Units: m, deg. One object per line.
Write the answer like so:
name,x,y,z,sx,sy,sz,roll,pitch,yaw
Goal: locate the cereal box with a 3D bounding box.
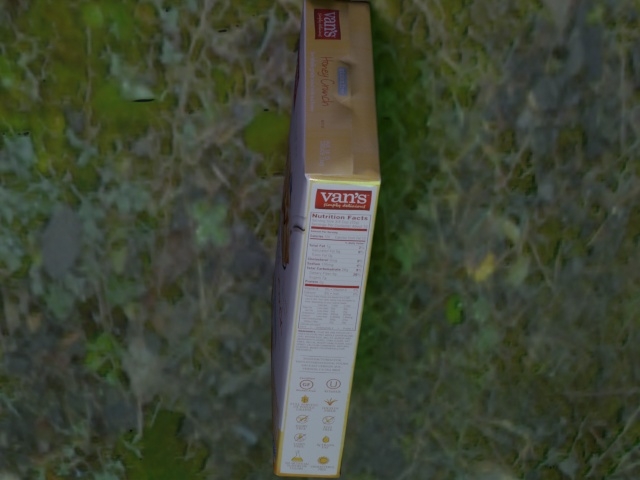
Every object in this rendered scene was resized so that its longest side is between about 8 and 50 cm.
cereal box,0.000,0.000,1.149,0.047,0.173,0.240,3,130,-4
